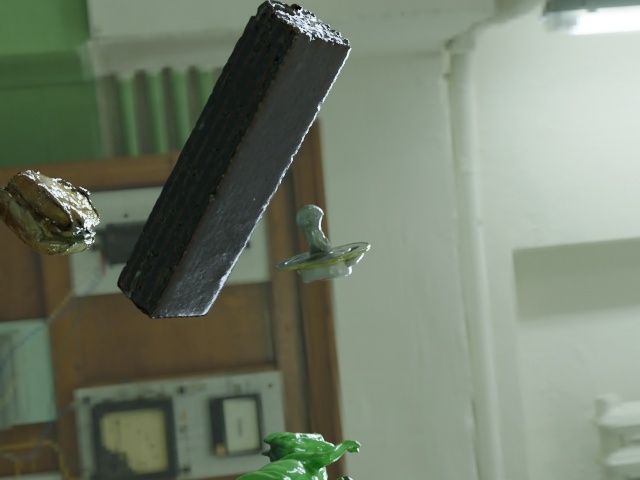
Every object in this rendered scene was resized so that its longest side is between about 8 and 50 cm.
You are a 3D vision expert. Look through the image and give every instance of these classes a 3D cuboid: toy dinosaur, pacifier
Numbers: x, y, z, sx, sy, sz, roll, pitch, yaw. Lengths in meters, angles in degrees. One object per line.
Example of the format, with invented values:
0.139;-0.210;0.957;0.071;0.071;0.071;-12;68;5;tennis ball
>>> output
-0.148;0.391;1.850;0.374;0.500;0.144;-154;-121;-62;toy dinosaur
0.000;0.000;1.016;0.068;0.083;0.064;-34;111;-60;pacifier

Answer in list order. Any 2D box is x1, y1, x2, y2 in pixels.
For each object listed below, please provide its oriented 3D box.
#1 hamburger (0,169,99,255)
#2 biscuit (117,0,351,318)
-0.338;-0.016;1.572;0.102;0.087;0.176;54;10;23;hamburger
-0.099;-0.083;1.385;0.073;0.107;0.388;40;-69;30;biscuit
